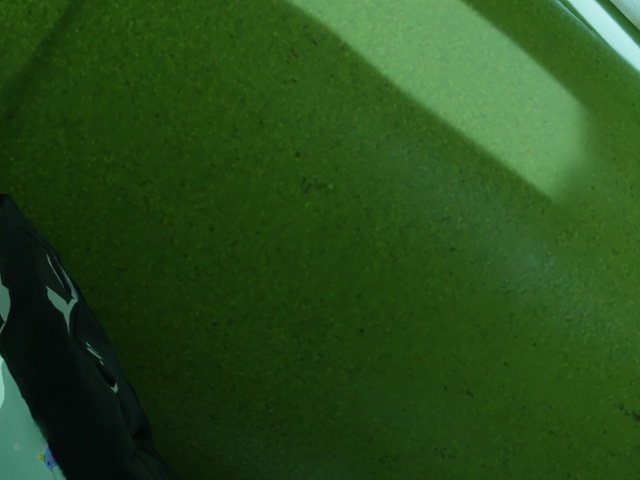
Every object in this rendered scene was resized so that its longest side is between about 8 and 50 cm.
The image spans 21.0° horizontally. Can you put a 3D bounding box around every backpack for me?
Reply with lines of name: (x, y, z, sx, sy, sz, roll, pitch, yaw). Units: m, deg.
backpack: (-0.136, 0.087, 0.501, 0.152, 0.182, 0.115, 65, -16, -19)

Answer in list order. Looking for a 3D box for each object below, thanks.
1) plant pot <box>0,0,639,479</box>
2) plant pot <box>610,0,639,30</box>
plant pot: (0.000, 0.000, 0.707, 0.353, 0.366, 0.366, 32, 23, 1)
plant pot: (0.098, 0.026, 1.023, 0.334, 0.334, 0.305, 32, 36, -24)
